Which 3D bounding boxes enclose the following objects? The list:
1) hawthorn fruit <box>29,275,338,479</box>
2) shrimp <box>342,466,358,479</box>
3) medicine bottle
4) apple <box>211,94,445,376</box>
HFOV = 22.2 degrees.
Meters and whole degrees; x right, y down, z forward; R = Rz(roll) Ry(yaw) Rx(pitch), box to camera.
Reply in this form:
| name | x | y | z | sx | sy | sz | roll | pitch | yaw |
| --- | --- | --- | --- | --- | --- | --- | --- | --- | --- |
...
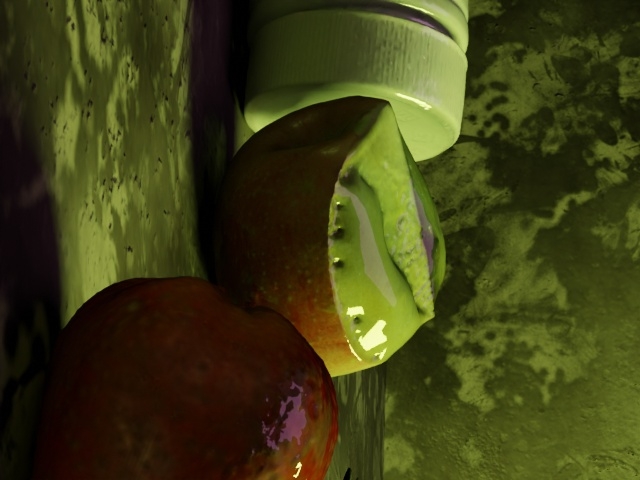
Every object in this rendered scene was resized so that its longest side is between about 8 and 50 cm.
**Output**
| name | x | y | z | sx | sy | sz | roll | pitch | yaw |
| --- | --- | --- | --- | --- | --- | --- | --- | --- | --- |
| hawthorn fruit | -0.079 | 0.121 | 0.799 | 0.162 | 0.163 | 0.203 | 68 | 41 | -72 |
| shrimp | -0.035 | 0.292 | 1.050 | 0.172 | 0.137 | 0.372 | 109 | -10 | -55 |
| medicine bottle | 0.034 | -0.242 | 1.413 | 0.190 | 0.190 | 0.332 | 70 | 21 | -70 |
| apple | 0.000 | 0.000 | 1.246 | 0.207 | 0.174 | 0.188 | -65 | 135 | -68 |
